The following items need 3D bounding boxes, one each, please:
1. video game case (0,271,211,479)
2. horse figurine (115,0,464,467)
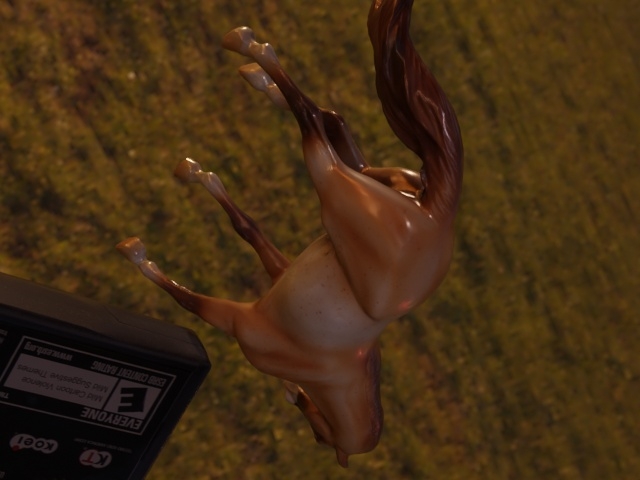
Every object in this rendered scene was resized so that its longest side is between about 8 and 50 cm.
[{"bbox_3d":[-0.220,0.108,0.595,0.274,0.248,0.035,19,21,-32],"label":"video game case"},{"bbox_3d":[0.000,0.000,0.711,0.174,0.263,0.066,45,45,9],"label":"horse figurine"}]
